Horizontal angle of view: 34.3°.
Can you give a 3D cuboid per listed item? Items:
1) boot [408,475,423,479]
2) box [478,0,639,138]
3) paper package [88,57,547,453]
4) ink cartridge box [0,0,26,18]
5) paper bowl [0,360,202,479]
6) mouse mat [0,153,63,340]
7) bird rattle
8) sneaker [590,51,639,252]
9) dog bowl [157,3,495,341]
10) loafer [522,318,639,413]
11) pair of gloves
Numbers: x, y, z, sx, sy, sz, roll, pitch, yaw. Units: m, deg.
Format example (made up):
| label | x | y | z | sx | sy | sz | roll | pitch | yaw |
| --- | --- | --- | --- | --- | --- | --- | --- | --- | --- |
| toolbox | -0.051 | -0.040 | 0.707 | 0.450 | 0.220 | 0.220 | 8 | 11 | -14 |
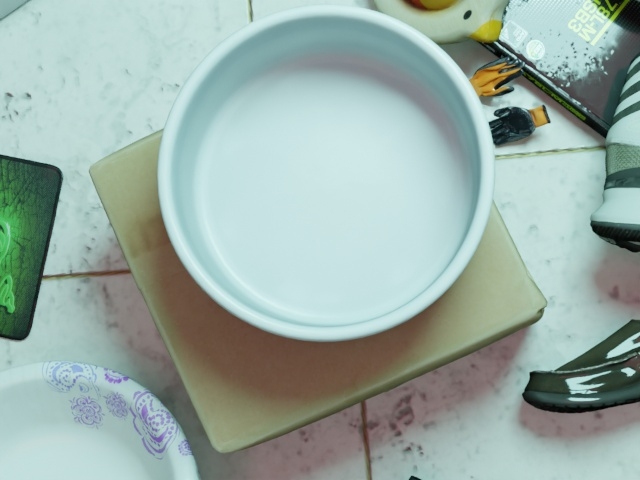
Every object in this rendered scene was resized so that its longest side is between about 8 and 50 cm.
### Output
| label | x | y | z | sx | sy | sz | roll | pitch | yaw |
| --- | --- | --- | --- | --- | --- | --- | --- | --- | --- |
| boot | 0.133 | 0.372 | 0.982 | 0.246 | 0.094 | 0.207 | 30 | 86 | 12 |
| box | 0.274 | -0.230 | 1.033 | 0.184 | 0.045 | 0.190 | 39 | 91 | 8 |
| paper package | 0.000 | 0.000 | 0.982 | 0.325 | 0.168 | 0.309 | -25 | 83 | 4 |
| ink cartridge box | -0.355 | -0.323 | 1.067 | 0.219 | 0.092 | 0.160 | -35 | 85 | 3 |
| paper bowl | -0.247 | 0.267 | 0.967 | 0.284 | 0.148 | 0.284 | -1 | 59 | 1 |
| mouse mat | -0.360 | 0.000 | 1.093 | 0.153 | 0.007 | 0.189 | 11 | 89 | 5 |
| bird rattle | 0.108 | -0.294 | 0.992 | 0.253 | 0.143 | 0.207 | 15 | 106 | 25 |
| sneaker | 0.473 | -0.100 | 0.884 | 0.448 | 0.169 | 0.257 | 7 | 84 | 20 |
| dog bowl | 0.006 | -0.050 | 0.849 | 0.265 | 0.104 | 0.265 | 0 | 85 | 5 |
| loafer | 0.300 | 0.117 | 1.001 | 0.220 | 0.080 | 0.078 | -10 | 76 | -1 |
| pair of gloves | 0.183 | -0.138 | 1.033 | 0.074 | 0.010 | 0.083 | -23 | 100 | 31 |
